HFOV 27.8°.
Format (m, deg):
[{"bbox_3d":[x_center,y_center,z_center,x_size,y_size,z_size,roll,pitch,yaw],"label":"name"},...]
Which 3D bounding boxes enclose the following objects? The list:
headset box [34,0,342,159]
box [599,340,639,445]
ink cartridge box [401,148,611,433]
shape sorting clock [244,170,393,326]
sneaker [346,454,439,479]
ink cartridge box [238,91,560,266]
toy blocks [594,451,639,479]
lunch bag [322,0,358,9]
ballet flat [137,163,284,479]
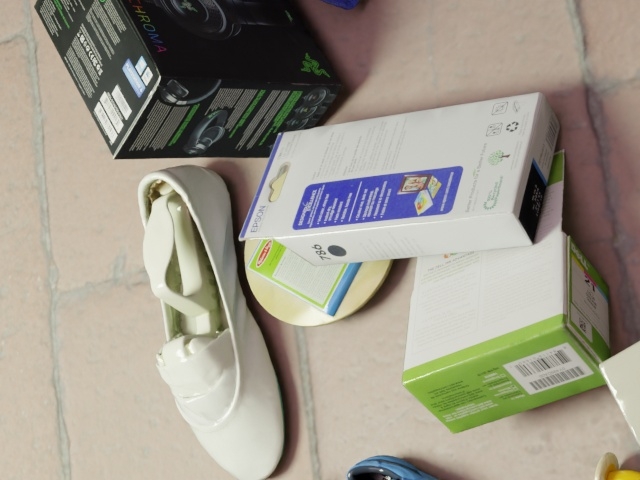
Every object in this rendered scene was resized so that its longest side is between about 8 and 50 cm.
[{"bbox_3d":[-0.145,-0.225,1.503,0.131,0.283,0.246,-52,56,36],"label":"headset box"},{"bbox_3d":[0.402,0.088,1.167,0.275,0.113,0.094,-35,65,25],"label":"box"},{"bbox_3d":[0.195,0.048,1.338,0.189,0.097,0.255,-24,36,30],"label":"ink cartridge box"},{"bbox_3d":[0.000,0.000,1.503,0.206,0.040,0.206,-8,72,26],"label":"shape sorting clock"},{"bbox_3d":[0.118,0.285,1.354,0.209,0.082,0.069,21,93,34],"label":"sneaker"},{"bbox_3d":[0.082,-0.060,1.390,0.332,0.065,0.165,-4,51,32],"label":"ink cartridge box"},{"bbox_3d":[0.333,0.272,1.221,0.148,0.054,0.123,4,85,35],"label":"toy blocks"},{"bbox_3d":[0.003,-0.516,1.465,0.328,0.239,0.385,49,118,32],"label":"lunch bag"},{"bbox_3d":[-0.149,0.094,1.540,0.139,0.139,0.400,-23,71,30],"label":"ballet flat"}]
